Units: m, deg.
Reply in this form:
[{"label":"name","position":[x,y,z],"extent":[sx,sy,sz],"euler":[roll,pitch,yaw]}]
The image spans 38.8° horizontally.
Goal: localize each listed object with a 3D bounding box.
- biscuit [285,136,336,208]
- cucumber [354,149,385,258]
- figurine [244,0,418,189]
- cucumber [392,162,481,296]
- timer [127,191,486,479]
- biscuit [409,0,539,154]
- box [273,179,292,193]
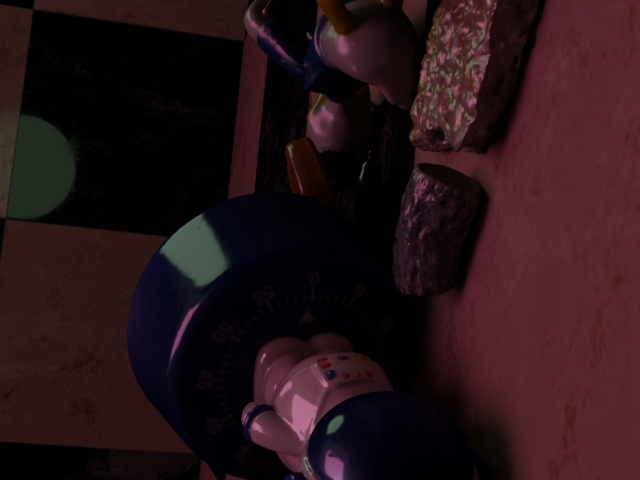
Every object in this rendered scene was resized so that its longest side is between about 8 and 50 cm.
[{"label":"biscuit","position":[0.003,-0.001,1.043],"extent":[0.295,0.044,0.186],"euler":[83,168,-60]},{"label":"cucumber","position":[0.056,-0.024,1.023],"extent":[0.037,0.037,0.155],"euler":[150,123,-76]},{"label":"figurine","position":[-0.001,-0.203,1.047],"extent":[0.283,0.205,0.338],"euler":[45,146,43]},{"label":"cucumber","position":[0.094,-0.006,0.764],"extent":[0.064,0.064,0.111],"euler":[-107,26,-63]},{"label":"timer","position":[0.005,0.136,0.766],"extent":[0.383,0.271,0.270],"euler":[-139,55,-60]},{"label":"biscuit","position":[0.125,-0.155,0.752],"extent":[0.265,0.040,0.188],"euler":[114,159,-60]},{"label":"box","position":[-0.035,0.009,1.371],"extent":[0.230,0.050,0.160],"euler":[-129,45,-67]}]
